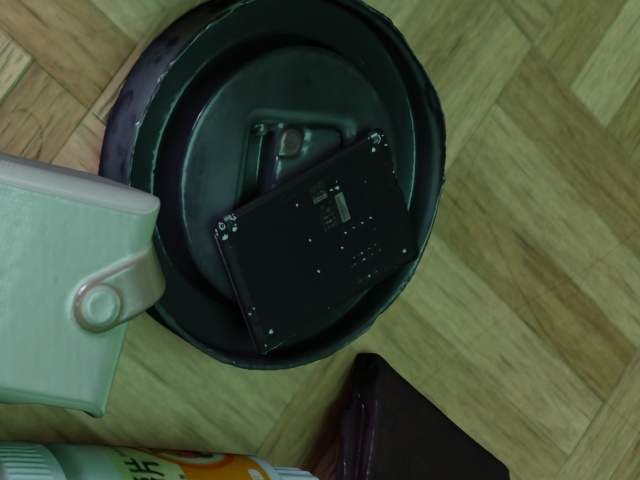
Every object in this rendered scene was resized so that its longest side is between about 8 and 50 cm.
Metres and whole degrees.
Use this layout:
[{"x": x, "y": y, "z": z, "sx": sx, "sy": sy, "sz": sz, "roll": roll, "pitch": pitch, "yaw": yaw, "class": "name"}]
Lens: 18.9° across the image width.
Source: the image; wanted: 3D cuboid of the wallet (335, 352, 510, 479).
[{"x": 0.096, "y": 0.230, "z": 1.756, "sx": 0.229, "sy": 0.049, "sz": 0.182, "roll": 41, "pitch": 43, "yaw": -37, "class": "wallet"}]

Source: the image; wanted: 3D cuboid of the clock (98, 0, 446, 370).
[{"x": -0.038, "y": -0.054, "z": 1.615, "sx": 0.325, "sy": 0.067, "sz": 0.325, "roll": -10, "pitch": 107, "yaw": -34, "class": "clock"}]

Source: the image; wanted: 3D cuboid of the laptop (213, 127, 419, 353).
[{"x": 0.000, "y": 0.000, "z": 1.605, "sx": 0.180, "sy": 0.016, "sz": 0.129, "roll": -31, "pitch": 117, "yaw": -25, "class": "laptop"}]

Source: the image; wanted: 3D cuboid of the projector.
[{"x": -0.241, "y": 0.024, "z": 1.423, "sx": 0.242, "sy": 0.163, "sz": 0.177, "roll": 12, "pitch": 95, "yaw": -34, "class": "projector"}]

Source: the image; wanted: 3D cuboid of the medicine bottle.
[{"x": -0.144, "y": 0.245, "z": 1.550, "sx": 0.318, "sy": 0.158, "sz": 0.158, "roll": 9, "pitch": 95, "yaw": -38, "class": "medicine bottle"}]
